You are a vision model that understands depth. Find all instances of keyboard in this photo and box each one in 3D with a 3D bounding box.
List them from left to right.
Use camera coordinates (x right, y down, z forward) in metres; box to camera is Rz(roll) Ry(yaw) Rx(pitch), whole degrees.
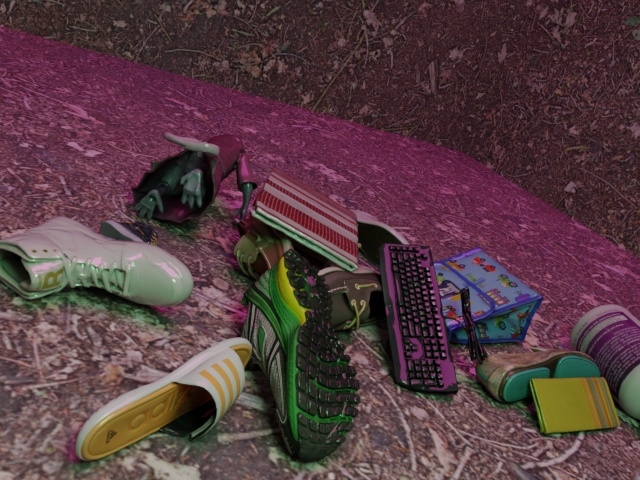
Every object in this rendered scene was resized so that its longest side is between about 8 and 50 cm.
[{"bbox_3d":[0.221,0.142,1.131,0.201,0.033,0.317,7,53,-15],"label":"keyboard"}]

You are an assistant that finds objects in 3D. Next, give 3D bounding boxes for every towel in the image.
[{"bbox_3d":[-0.024,-0.051,1.253,0.237,0.037,0.329,29,19,-8],"label":"towel"},{"bbox_3d":[0.494,0.317,1.140,0.237,0.021,0.102,8,61,-33],"label":"towel"}]

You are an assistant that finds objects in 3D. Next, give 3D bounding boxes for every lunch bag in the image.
[{"bbox_3d":[0.316,0.141,1.360,0.293,0.138,0.221,-7,34,-30],"label":"lunch bag"}]

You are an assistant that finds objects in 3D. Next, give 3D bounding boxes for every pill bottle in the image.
[{"bbox_3d":[0.700,0.285,1.290,0.169,0.169,0.301,16,22,-17],"label":"pill bottle"}]

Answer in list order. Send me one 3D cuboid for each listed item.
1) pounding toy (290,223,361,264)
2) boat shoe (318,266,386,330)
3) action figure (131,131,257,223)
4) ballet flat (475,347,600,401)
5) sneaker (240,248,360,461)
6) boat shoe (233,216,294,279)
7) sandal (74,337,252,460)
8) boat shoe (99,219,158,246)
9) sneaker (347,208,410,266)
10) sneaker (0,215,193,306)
[{"bbox_3d":[0.005,0.006,1.381,0.181,0.094,0.206,30,24,17],"label":"pounding toy"},{"bbox_3d":[0.058,0.120,1.131,0.097,0.116,0.324,30,16,28],"label":"boat shoe"},{"bbox_3d":[-0.271,-0.182,1.348,0.248,0.275,0.370,20,34,12],"label":"action figure"},{"bbox_3d":[0.437,0.259,1.191,0.316,0.107,0.106,8,11,-33],"label":"ballet flat"},{"bbox_3d":[-0.043,0.179,0.893,0.134,0.146,0.343,36,26,-34],"label":"sneaker"},{"bbox_3d":[-0.112,0.037,1.188,0.116,0.123,0.324,-14,26,-6],"label":"boat shoe"},{"bbox_3d":[-0.167,0.210,0.723,0.076,0.102,0.265,34,32,25],"label":"sandal"},{"bbox_3d":[-0.323,0.012,1.076,0.183,0.065,0.083,35,26,33],"label":"boat shoe"},{"bbox_3d":[0.154,-0.014,1.556,0.290,0.106,0.123,35,27,33],"label":"sneaker"},{"bbox_3d":[-0.358,0.056,0.899,0.292,0.108,0.169,17,21,14],"label":"sneaker"}]
